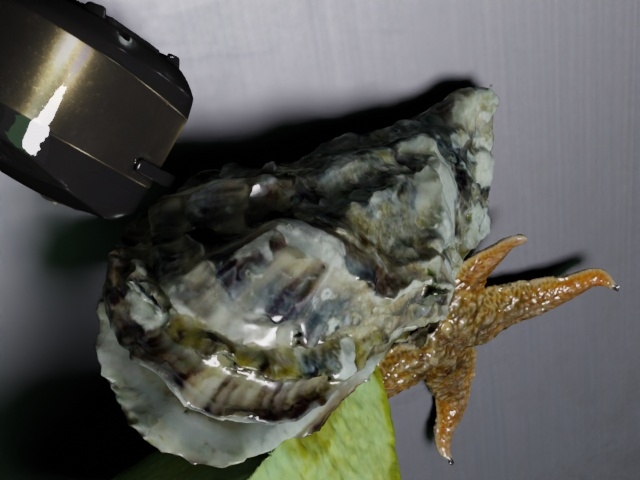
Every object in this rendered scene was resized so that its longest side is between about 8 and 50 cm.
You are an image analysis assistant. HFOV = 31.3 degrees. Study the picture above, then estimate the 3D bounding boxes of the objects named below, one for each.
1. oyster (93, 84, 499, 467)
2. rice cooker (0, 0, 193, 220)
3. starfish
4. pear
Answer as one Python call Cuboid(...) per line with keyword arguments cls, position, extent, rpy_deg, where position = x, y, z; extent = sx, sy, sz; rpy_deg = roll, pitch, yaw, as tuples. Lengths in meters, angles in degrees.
Cuboid(cls="oyster", position=(0.005, 0.000, 0.698), extent=(0.351, 0.158, 0.162), rpy_deg=(-37, 91, -37))
Cuboid(cls="rice cooker", position=(-0.135, -0.074, 0.605), extent=(0.106, 0.112, 0.165), rpy_deg=(-64, 161, 5))
Cuboid(cls="starfish", position=(0.106, 0.091, 0.901), extent=(0.138, 0.050, 0.247), rpy_deg=(27, 112, -38))
Cuboid(cls="pear", position=(-0.078, 0.196, 0.735), extent=(0.239, 0.288, 0.139), rpy_deg=(-18, 96, 21))
